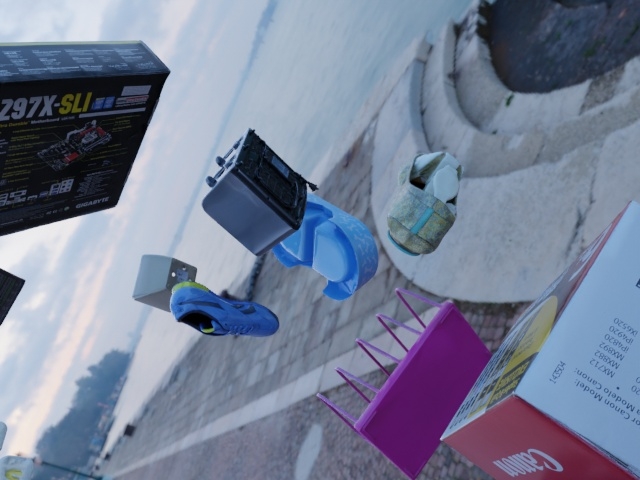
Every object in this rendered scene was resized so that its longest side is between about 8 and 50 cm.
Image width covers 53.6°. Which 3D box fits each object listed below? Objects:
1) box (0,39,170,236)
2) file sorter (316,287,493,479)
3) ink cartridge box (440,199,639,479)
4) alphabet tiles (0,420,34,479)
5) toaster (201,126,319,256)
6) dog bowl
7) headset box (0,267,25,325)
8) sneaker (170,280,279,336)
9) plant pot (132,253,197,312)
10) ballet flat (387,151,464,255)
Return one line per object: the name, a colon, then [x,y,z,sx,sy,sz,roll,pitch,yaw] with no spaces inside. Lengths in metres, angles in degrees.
box: [-0.368,-0.120,0.787,0.322,0.079,0.257,-24,-27,-50]
file sorter: [0.163,0.271,1.262,0.291,0.202,0.182,-50,34,-14]
ink cartridge box: [0.227,0.157,0.605,0.272,0.130,0.309,-51,-15,-20]
alphabet tiles: [-0.603,0.376,0.979,0.021,0.284,0.278,-60,24,27]
toaster: [-0.106,-0.083,1.111,0.110,0.185,0.168,-37,24,25]
dog bowl: [0.000,0.000,1.283,0.297,0.074,0.166,32,129,40]
headset box: [-0.851,0.078,1.441,0.283,0.246,0.131,108,-174,-75]
sneaker: [-0.159,0.139,1.067,0.069,0.209,0.082,-48,36,26]
plant pot: [-0.338,0.091,1.412,0.096,0.109,0.109,-13,60,40]
ballet flat: [0.190,-0.089,1.068,0.123,0.123,0.348,-61,-1,28]
